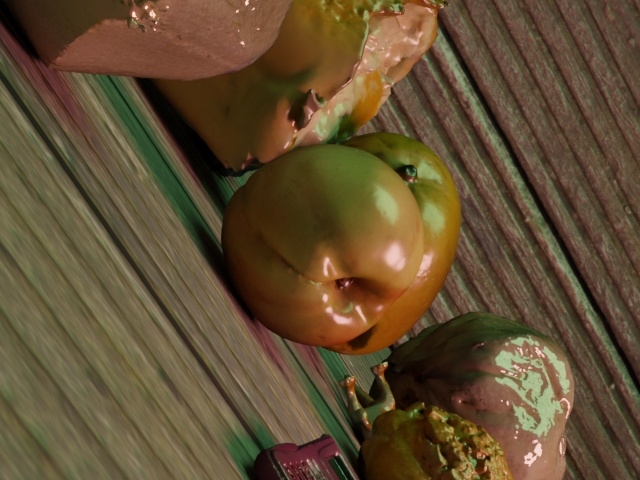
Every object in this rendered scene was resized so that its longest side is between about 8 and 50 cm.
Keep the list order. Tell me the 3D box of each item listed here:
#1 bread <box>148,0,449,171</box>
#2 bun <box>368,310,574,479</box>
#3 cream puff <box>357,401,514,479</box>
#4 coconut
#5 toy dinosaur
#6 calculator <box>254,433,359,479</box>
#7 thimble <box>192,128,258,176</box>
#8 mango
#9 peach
[{"bbox_3d":[-0.058,-0.293,1.609,0.394,0.250,0.361,54,33,1],"label":"bread"},{"bbox_3d":[0.170,0.206,1.727,0.204,0.281,0.281,22,28,-41],"label":"bun"},{"bbox_3d":[0.120,0.235,1.372,0.189,0.129,0.189,61,4,-7],"label":"cream puff"},{"bbox_3d":[-0.116,-0.218,0.959,0.244,0.239,0.239,53,3,-8],"label":"coconut"},{"bbox_3d":[0.070,0.208,1.588,0.212,0.057,0.142,3,67,-86],"label":"toy dinosaur"},{"bbox_3d":[0.010,0.179,0.882,0.127,0.034,0.190,60,8,11],"label":"calculator"},{"bbox_3d":[-0.086,-0.149,1.808,0.098,0.150,0.150,64,3,8],"label":"thimble"},{"bbox_3d":[0.051,0.008,1.650,0.182,0.253,0.365,25,-7,0],"label":"mango"},{"bbox_3d":[0.000,0.000,1.274,0.184,0.184,0.184,58,2,-3],"label":"peach"}]
